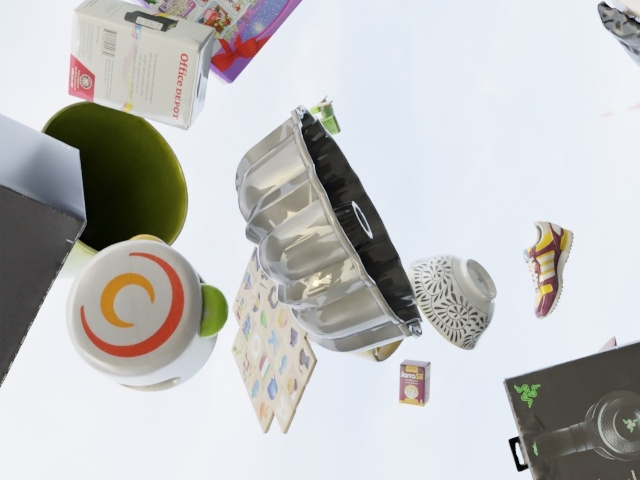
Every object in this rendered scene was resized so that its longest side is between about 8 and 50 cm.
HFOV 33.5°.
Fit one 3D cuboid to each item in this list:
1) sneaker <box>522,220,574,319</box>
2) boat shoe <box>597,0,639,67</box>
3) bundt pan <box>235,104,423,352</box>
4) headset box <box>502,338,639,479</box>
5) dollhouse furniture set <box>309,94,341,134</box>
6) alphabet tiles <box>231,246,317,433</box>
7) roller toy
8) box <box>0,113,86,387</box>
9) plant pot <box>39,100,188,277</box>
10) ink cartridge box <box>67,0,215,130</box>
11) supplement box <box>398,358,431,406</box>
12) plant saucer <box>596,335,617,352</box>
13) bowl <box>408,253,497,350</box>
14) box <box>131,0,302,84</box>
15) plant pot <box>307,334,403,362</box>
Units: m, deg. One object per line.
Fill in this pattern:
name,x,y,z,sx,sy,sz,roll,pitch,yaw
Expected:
sneaker,0.410,0.054,1.987,0.083,0.069,0.186,19,-108,-9
boat shoe,0.418,-0.274,0.986,0.158,0.340,0.127,41,-170,-41
bundt pan,0.000,0.000,1.345,0.331,0.124,0.331,59,-168,-21
headset box,0.442,0.303,1.691,0.131,0.283,0.246,31,-137,-77
dollhouse furniture set,0.024,-0.261,2.245,0.076,0.058,0.152,68,-158,-15
alphabet tiles,-0.088,0.164,1.903,0.011,0.285,0.342,5,-146,-26
roller toy,-0.242,0.105,1.462,0.191,0.209,0.146,-47,-19,-9
box,-0.405,0.032,1.157,0.179,0.343,0.313,27,-82,-20
plant pot,-0.415,-0.046,1.765,0.274,0.293,0.275,21,-123,-35
ink cartridge box,-0.236,-0.236,1.406,0.072,0.175,0.127,-67,-7,-54
supplement box,0.188,0.283,2.118,0.043,0.055,0.083,-23,-65,-65
plant saucer,0.532,0.341,1.953,0.258,0.047,0.259,-45,-55,-64
bowl,0.223,0.079,1.669,0.170,0.080,0.170,37,-149,-26
box,-0.112,-0.394,1.498,0.201,0.057,0.293,42,-99,-19
plant pot,0.047,0.113,2.049,0.254,0.239,0.254,-42,-33,-36
